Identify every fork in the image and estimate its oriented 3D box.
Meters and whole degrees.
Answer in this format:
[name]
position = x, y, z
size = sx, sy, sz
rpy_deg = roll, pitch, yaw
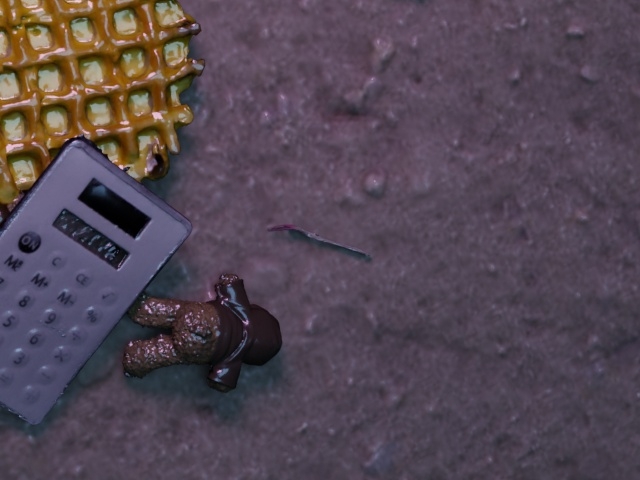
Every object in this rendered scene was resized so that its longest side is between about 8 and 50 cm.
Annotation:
[fork]
position = 0.000, -0.001, 1.723
size = 0.115, 0.016, 0.012
rpy_deg = 15, 110, -18

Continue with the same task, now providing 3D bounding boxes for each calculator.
[calculator]
position = -0.254, 0.040, 1.601
size = 0.161, 0.021, 0.262
rpy_deg = 37, 93, -27

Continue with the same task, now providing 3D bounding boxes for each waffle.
[waffle]
position = -0.264, -0.159, 1.605
size = 0.329, 0.062, 0.329
rpy_deg = -2, 97, -18

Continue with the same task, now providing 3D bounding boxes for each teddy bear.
[teddy bear]
position = -0.113, 0.092, 1.657
size = 0.160, 0.078, 0.119
rpy_deg = 2, 88, -17
